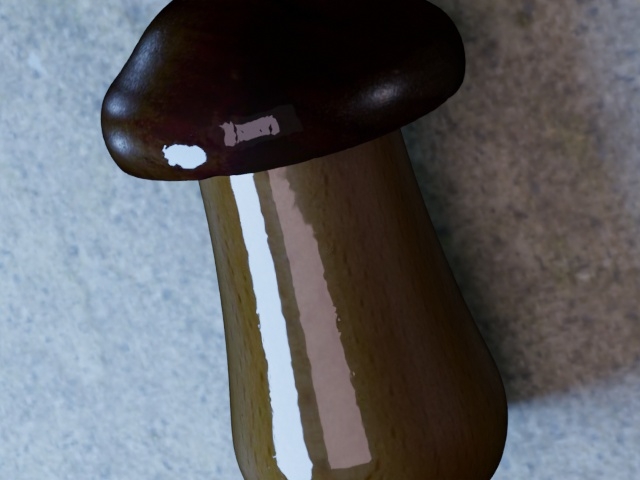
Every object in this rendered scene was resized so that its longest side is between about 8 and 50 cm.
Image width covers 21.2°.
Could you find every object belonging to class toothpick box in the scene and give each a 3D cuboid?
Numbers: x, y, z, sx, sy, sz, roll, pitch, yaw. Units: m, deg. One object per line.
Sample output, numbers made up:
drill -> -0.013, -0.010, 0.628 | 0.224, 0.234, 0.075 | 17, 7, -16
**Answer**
toothpick box -> 0.000, 0.000, 0.905 | 0.192, 0.192, 0.294 | -6, 108, 25
